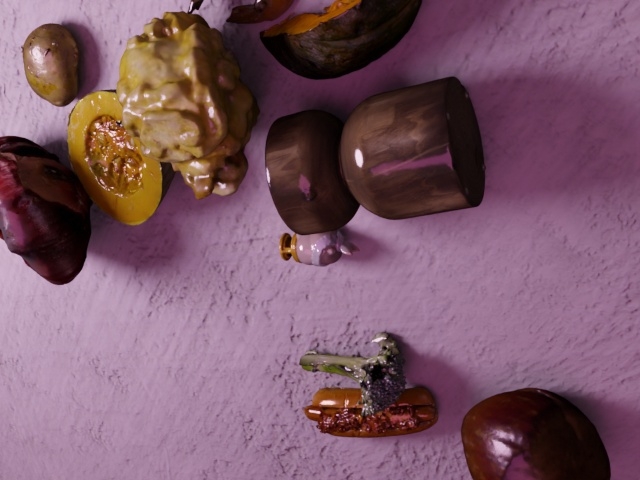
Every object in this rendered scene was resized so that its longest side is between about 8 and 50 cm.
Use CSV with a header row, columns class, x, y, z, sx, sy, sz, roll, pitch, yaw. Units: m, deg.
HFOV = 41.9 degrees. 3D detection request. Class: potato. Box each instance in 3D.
class,x,y,z,sx,sy,sz,roll,pitch,yaw
potato,-0.425,-0.274,1.321,0.091,0.070,0.138,17,124,11

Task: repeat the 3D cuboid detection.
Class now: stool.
class,x,y,z,sx,sy,sz,roll,pitch,yaw
stool,0.080,-0.113,1.163,0.264,0.179,0.179,-9,116,24

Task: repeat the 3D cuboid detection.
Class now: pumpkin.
class,x,y,z,sx,sy,sz,roll,pitch,yaw
pumpkin,0.022,-0.261,1.105,0.278,0.163,0.111,-19,110,30
pumpkin,-0.299,-0.148,1.335,0.217,0.110,0.218,21,129,28

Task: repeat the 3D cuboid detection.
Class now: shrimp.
class,x,y,z,sx,sy,sz,roll,pitch,yaw
shrimp,-0.109,-0.359,1.164,0.187,0.052,0.133,-20,110,26

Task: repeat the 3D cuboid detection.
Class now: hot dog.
class,x,y,z,sx,sy,sz,roll,pitch,yaw
hot dog,0.083,0.309,1.475,0.249,0.076,0.102,-4,121,21

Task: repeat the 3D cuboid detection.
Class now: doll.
class,x,y,z,sx,sy,sz,roll,pitch,yaw
doll,0.000,0.000,1.331,0.127,0.073,0.084,0,87,23

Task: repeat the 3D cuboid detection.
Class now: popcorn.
class,x,y,z,sx,sy,sz,roll,pitch,yaw
popcorn,-0.189,-0.185,1.176,0.192,0.233,0.266,-17,93,2

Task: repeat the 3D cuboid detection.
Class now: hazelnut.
class,x,y,z,sx,sy,sz,roll,pitch,yaw
hazelnut,0.331,0.351,1.331,0.218,0.218,0.234,-36,103,33

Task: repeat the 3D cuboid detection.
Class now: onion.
class,x,y,z,sx,sy,sz,roll,pitch,yaw
onion,-0.460,-0.062,1.391,0.272,0.195,0.272,49,162,22

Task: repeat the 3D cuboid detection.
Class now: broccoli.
class,x,y,z,sx,sy,sz,roll,pitch,yaw
broccoli,0.054,0.221,1.424,0.204,0.118,0.123,10,115,38
